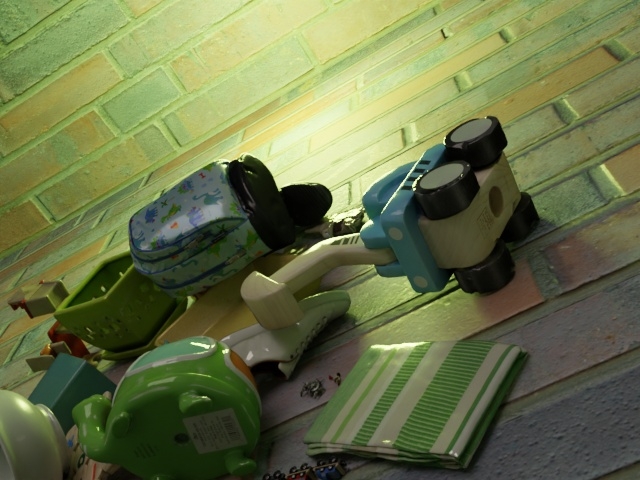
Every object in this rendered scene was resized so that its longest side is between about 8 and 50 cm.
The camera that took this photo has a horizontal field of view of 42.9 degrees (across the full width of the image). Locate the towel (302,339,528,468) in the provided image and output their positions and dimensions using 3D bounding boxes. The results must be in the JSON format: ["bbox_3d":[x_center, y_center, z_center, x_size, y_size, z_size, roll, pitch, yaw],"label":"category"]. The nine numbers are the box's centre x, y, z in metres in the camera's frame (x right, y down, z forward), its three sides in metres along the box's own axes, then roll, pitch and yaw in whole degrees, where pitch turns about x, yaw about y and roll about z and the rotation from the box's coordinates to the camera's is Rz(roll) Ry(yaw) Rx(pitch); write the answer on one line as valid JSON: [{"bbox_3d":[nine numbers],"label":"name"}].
[{"bbox_3d":[0.140,0.246,1.261,0.324,0.038,0.248,-11,30,47],"label":"towel"}]

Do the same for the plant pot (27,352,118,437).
[{"bbox_3d":[-0.552,0.391,1.758,0.165,0.165,0.234,0,48,54],"label":"plant pot"}]

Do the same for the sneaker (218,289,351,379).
[{"bbox_3d":[-0.053,0.200,1.578,0.290,0.123,0.106,-25,-23,-16],"label":"sneaker"}]

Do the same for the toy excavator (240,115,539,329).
[{"bbox_3d":[0.120,-0.002,1.510,0.445,0.222,0.433,-8,32,41],"label":"toy excavator"}]

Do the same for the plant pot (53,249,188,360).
[{"bbox_3d":[-0.485,0.170,2.048,0.228,0.207,0.227,-16,29,37],"label":"plant pot"}]

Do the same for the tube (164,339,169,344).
[{"bbox_3d":[-0.300,0.259,1.681,0.052,0.080,0.207,-37,-9,-19],"label":"tube"}]

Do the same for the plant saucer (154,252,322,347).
[{"bbox_3d":[-0.168,0.164,1.791,0.333,0.081,0.332,-44,23,-23],"label":"plant saucer"}]

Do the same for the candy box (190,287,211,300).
[{"bbox_3d":[-0.290,0.057,2.140,0.187,0.109,0.053,-46,25,-25],"label":"candy box"}]

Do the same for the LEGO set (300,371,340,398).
[{"bbox_3d":[-0.004,0.255,1.453,0.083,0.023,0.054,-34,22,0],"label":"LEGO set"}]

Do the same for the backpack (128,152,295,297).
[{"bbox_3d":[-0.275,-0.024,1.922,0.355,0.273,0.290,-40,44,20],"label":"backpack"}]

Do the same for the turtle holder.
[{"bbox_3d":[-0.252,0.302,1.415,0.320,0.243,0.227,-40,26,21],"label":"turtle holder"}]

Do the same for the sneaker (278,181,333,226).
[{"bbox_3d":[-0.056,-0.103,2.098,0.146,0.122,0.330,-41,13,-34],"label":"sneaker"}]

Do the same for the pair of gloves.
[{"bbox_3d":[0.000,0.000,1.939,0.204,0.042,0.240,-15,22,51],"label":"pair of gloves"}]

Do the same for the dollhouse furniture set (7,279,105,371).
[{"bbox_3d":[-0.679,0.232,2.123,0.135,0.259,0.262,-11,28,25],"label":"dollhouse furniture set"}]

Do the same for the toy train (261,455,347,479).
[{"bbox_3d":[-0.028,0.365,1.257,0.158,0.027,0.036,-22,28,27],"label":"toy train"}]

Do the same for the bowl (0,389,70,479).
[{"bbox_3d":[-0.570,0.401,1.548,0.134,0.298,0.297,-22,11,-39],"label":"bowl"}]

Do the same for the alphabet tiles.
[{"bbox_3d":[-0.449,0.436,1.548,0.284,0.021,0.278,-45,31,23],"label":"alphabet tiles"}]
